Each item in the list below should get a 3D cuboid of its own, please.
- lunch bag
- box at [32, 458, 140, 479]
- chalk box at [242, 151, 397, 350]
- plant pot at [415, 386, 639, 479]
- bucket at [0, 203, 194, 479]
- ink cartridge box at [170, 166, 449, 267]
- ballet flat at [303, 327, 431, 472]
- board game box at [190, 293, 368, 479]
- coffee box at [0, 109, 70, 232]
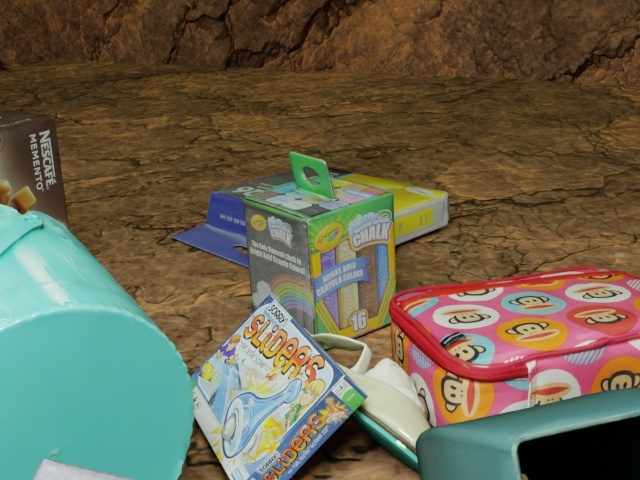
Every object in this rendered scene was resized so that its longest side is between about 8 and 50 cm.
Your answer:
[{"bbox_3d":[0.221,0.107,1.012,0.293,0.120,0.258,-6,16,-15],"label":"lunch bag"},{"bbox_3d":[-0.089,0.248,0.442,0.163,0.142,0.247,10,45,8],"label":"box"},{"bbox_3d":[0.000,0.000,1.177,0.132,0.213,0.132,-17,24,-36],"label":"chalk box"},{"bbox_3d":[0.163,0.186,0.674,0.165,0.166,0.234,-8,-2,-16],"label":"plant pot"},{"bbox_3d":[-0.248,0.127,0.784,0.281,0.281,0.183,-16,29,-34],"label":"bucket"},{"bbox_3d":[-0.019,-0.038,1.512,0.307,0.072,0.303,-17,25,-41],"label":"ink cartridge box"},{"bbox_3d":[0.036,0.139,0.955,0.086,0.086,0.248,-17,25,-36],"label":"ballet flat"},{"bbox_3d":[-0.051,0.142,0.935,0.136,0.035,0.201,-46,28,-3],"label":"board game box"},{"bbox_3d":[-0.402,-0.028,1.254,0.098,0.247,0.141,11,23,33],"label":"coffee box"}]
